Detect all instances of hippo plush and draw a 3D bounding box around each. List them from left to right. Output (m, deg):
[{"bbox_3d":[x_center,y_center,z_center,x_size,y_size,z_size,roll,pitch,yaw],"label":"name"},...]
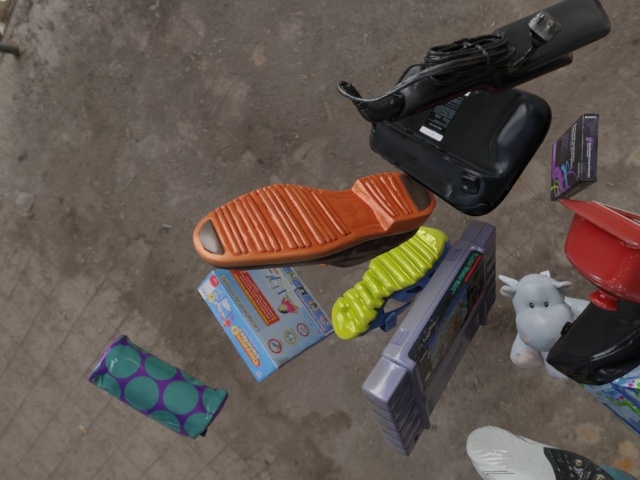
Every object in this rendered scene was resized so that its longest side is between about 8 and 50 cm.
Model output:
[{"bbox_3d":[0.557,0.167,1.106,0.234,0.236,0.294,-8,62,20],"label":"hippo plush"}]

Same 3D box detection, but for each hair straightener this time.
[{"bbox_3d":[0.118,-0.137,0.328,0.230,0.089,0.047,-19,84,-18],"label":"hair straightener"}]

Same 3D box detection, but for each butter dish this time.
[{"bbox_3d":[0.372,0.032,0.570,0.160,0.160,0.118,13,112,-14],"label":"butter dish"}]

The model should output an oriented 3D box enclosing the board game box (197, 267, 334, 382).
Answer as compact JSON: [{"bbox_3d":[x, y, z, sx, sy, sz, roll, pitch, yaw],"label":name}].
[{"bbox_3d":[-0.140,0.197,1.324,0.086,0.302,0.308,-44,75,31],"label":"board game box"}]

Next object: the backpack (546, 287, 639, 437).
[{"bbox_3d":[0.615,0.233,0.751,0.290,0.273,0.355,-41,97,-11],"label":"backpack"}]

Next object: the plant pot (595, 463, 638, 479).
[{"bbox_3d":[0.416,0.534,0.704,0.293,0.235,0.293,-1,119,-2],"label":"plant pot"}]

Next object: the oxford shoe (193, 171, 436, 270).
[{"bbox_3d":[0.000,0.000,0.673,0.130,0.364,0.132,62,149,33],"label":"oxford shoe"}]

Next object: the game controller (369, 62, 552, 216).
[{"bbox_3d":[0.178,-0.161,0.676,0.067,0.319,0.166,29,104,-34],"label":"game controller"}]

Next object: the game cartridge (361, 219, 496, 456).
[{"bbox_3d":[0.203,0.159,0.779,0.068,0.355,0.230,23,150,31],"label":"game cartridge"}]

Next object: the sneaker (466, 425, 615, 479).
[{"bbox_3d":[0.298,0.316,0.609,0.086,0.237,0.085,47,71,-21],"label":"sneaker"}]

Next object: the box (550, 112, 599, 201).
[{"bbox_3d":[0.449,-0.142,0.833,0.029,0.162,0.116,4,83,9],"label":"box"}]

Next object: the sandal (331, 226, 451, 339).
[{"bbox_3d":[0.162,0.096,1.006,0.317,0.138,0.126,-48,46,26],"label":"sandal"}]

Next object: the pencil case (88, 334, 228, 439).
[{"bbox_3d":[-0.189,0.172,0.551,0.152,0.070,0.064,30,105,-2],"label":"pencil case"}]
